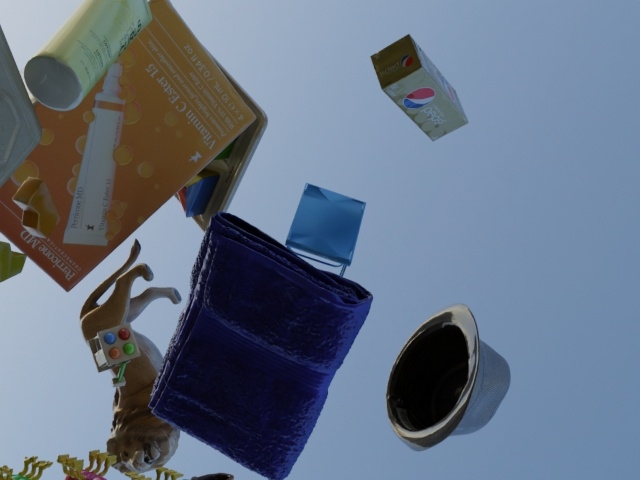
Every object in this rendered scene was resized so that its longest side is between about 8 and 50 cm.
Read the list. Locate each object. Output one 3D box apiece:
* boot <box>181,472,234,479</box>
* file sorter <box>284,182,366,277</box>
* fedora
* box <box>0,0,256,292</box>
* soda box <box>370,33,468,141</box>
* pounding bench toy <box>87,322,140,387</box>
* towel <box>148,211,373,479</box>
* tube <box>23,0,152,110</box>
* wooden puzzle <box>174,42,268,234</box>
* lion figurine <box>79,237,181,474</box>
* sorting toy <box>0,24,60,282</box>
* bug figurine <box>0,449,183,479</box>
[{"bbox_3d":[-0.112,0.325,0.655,0.096,0.264,0.281,2,-106,13],"label":"boot"},{"bbox_3d":[0.000,0.000,1.516,0.118,0.170,0.104,19,-48,-2],"label":"file sorter"},{"bbox_3d":[0.231,0.247,1.438,0.275,0.124,0.244,-48,-150,39],"label":"fedora"},{"bbox_3d":[-0.297,-0.142,1.110,0.345,0.215,0.168,-45,-145,-8],"label":"box"},{"bbox_3d":[0.138,-0.203,1.140,0.061,0.181,0.058,-27,-118,20],"label":"soda box"},{"bbox_3d":[-0.302,0.174,1.251,0.065,0.052,0.083,-31,-103,54],"label":"pounding bench toy"},{"bbox_3d":[-0.091,0.145,1.058,0.227,0.076,0.308,29,-64,13],"label":"towel"},{"bbox_3d":[-0.230,-0.225,0.884,0.062,0.240,0.070,33,-51,-13],"label":"tube"},{"bbox_3d":[-0.267,-0.214,1.656,0.348,0.080,0.322,52,-47,26],"label":"wooden puzzle"},{"bbox_3d":[-0.339,0.218,1.522,0.240,0.142,0.392,-26,-91,6],"label":"lion figurine"},{"bbox_3d":[-0.319,-0.068,0.719,0.041,0.307,0.229,13,-128,13],"label":"sorting toy"},{"bbox_3d":[-0.336,0.360,1.182,0.216,0.279,0.072,9,-91,36],"label":"bug figurine"}]
